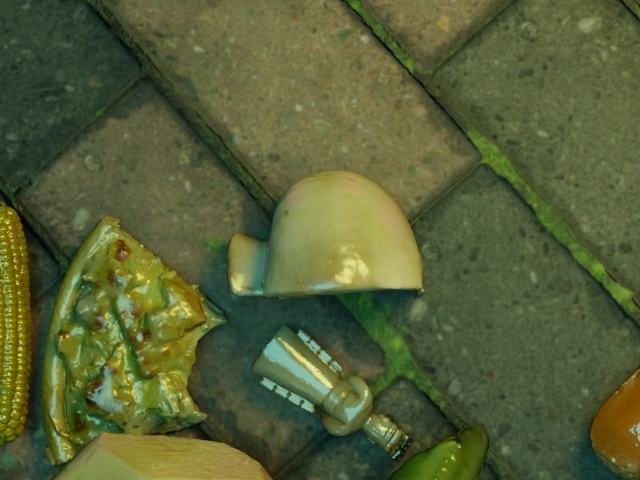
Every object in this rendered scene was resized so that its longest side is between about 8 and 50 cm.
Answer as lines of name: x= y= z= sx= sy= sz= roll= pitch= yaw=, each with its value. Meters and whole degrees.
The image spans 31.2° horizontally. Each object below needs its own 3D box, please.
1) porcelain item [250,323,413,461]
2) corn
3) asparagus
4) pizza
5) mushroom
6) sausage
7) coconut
porcelain item: x=0.021 y=0.191 z=1.402 sx=0.213 sy=0.054 sz=0.084 roll=35 pitch=94 yaw=8
corn: x=-0.411 y=0.104 z=1.438 sx=0.102 sy=0.102 sz=0.313 roll=1 pitch=87 yaw=7
asparagus: x=0.079 y=0.357 z=1.298 sx=0.108 sy=0.128 sz=0.382 roll=39 pitch=47 yaw=0
pizza: x=-0.240 y=0.139 z=1.424 sx=0.223 sy=0.089 sz=0.324 roll=11 pitch=89 yaw=10
mushroom: x=-0.001 y=-0.012 z=1.358 sx=0.236 sy=0.173 sz=0.162 roll=-4 pitch=84 yaw=7
sausage: x=0.429 y=0.165 z=1.332 sx=0.274 sy=0.105 sz=0.105 roll=-45 pitch=83 yaw=3
coconut: x=-0.200 y=0.383 z=1.298 sx=0.352 sy=0.352 sz=0.353 roll=0 pitch=87 yaw=7
